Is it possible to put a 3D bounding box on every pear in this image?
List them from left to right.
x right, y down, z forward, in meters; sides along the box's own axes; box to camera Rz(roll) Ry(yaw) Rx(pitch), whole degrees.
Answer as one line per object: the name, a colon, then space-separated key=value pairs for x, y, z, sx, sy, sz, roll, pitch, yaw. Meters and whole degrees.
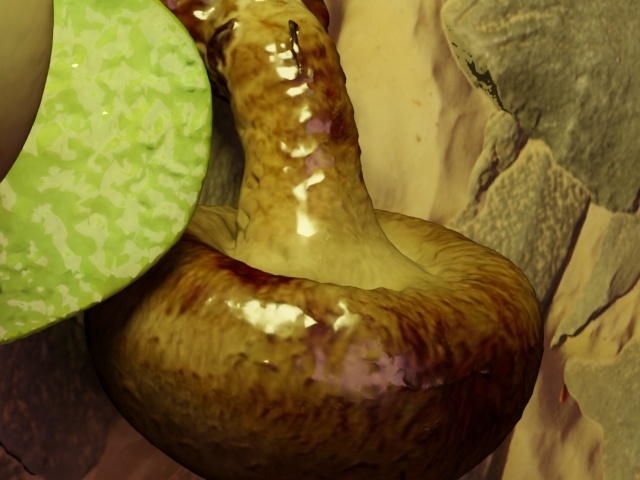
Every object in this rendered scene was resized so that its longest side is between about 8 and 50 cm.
pear: x=-0.190 y=-0.083 z=1.262 sx=0.239 sy=0.139 sz=0.288 roll=-4 pitch=102 yaw=-4

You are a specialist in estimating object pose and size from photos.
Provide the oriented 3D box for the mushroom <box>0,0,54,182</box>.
mushroom: x=-0.325 y=-0.135 z=1.056 sx=0.362 sy=0.295 sz=0.362 roll=-4 pitch=128 yaw=-6

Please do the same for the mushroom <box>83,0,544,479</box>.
mushroom: x=0.013 y=0.012 z=1.409 sx=0.331 sy=0.334 sz=0.356 roll=25 pitch=90 yaw=-38
